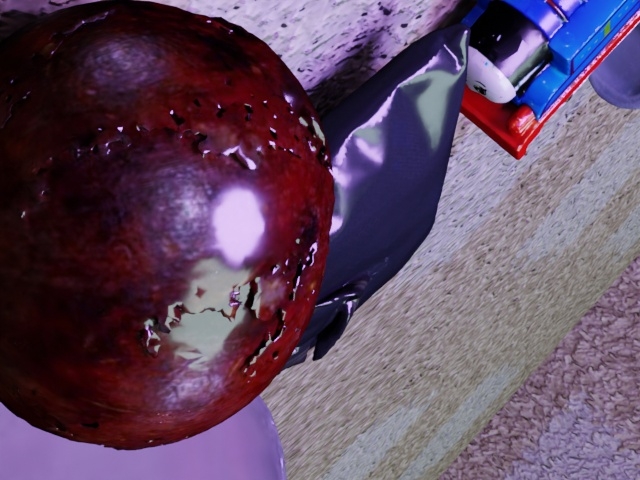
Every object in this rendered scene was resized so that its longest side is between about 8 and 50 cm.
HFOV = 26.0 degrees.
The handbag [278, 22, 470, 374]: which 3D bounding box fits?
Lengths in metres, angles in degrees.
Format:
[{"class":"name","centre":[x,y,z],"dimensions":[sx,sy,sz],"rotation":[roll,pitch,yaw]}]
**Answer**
[{"class":"handbag","centre":[0.000,0.000,0.825],"dimensions":[0.211,0.088,0.254],"rotation":[-44,167,-17]}]

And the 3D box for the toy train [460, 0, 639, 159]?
[{"class":"toy train","centre":[0.157,-0.159,0.845],"dimensions":[0.204,0.083,0.131],"rotation":[-48,164,-3]}]

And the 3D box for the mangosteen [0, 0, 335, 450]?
[{"class":"mangosteen","centre":[-0.088,-0.005,0.496],"dimensions":[0.180,0.166,0.166],"rotation":[-1,138,-32]}]

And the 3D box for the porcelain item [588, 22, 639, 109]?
[{"class":"porcelain item","centre":[0.326,-0.181,1.143],"dimensions":[0.259,0.141,0.141],"rotation":[-20,151,-39]}]

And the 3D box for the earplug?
[{"class":"earplug","centre":[-0.104,0.163,0.853],"dimensions":[0.172,0.172,0.301],"rotation":[-44,170,-10]}]
